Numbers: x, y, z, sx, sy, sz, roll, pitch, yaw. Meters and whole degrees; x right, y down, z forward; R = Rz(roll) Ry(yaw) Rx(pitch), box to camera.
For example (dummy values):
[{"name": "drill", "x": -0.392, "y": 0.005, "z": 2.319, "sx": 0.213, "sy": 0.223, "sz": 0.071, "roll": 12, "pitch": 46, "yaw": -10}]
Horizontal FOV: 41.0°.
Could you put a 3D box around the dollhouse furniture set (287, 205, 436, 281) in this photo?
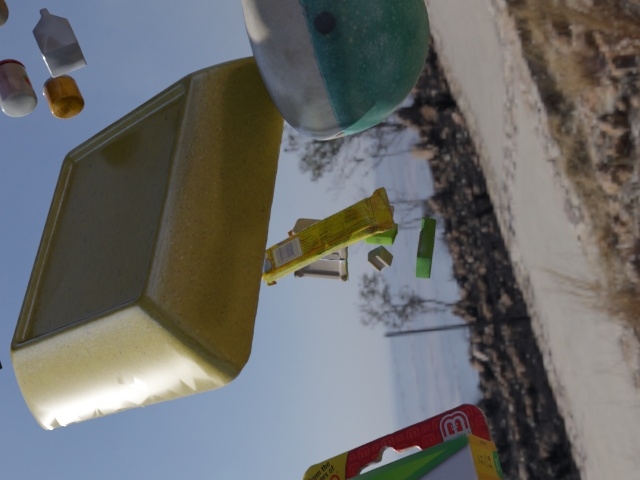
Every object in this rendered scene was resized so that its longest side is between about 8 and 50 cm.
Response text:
[{"name": "dollhouse furniture set", "x": 0.045, "y": 0.000, "z": 0.907, "sx": 0.059, "sy": 0.151, "sz": 0.076, "roll": -77, "pitch": -12, "yaw": -45}]

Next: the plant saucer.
[{"name": "plant saucer", "x": -0.183, "y": -0.007, "z": 0.826, "sx": 0.081, "sy": 0.332, "sz": 0.333, "roll": 28, "pitch": -125, "yaw": -36}]

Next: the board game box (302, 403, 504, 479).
[{"name": "board game box", "x": 0.047, "y": 0.210, "z": 0.390, "sx": 0.039, "sy": 0.124, "sz": 0.260, "roll": 33, "pitch": -142, "yaw": -43}]

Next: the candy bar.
[{"name": "candy bar", "x": 0.000, "y": 0.000, "z": 0.781, "sx": 0.018, "sy": 0.161, "sz": 0.040, "roll": 11, "pitch": -120, "yaw": -47}]

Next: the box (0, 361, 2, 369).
[{"name": "box", "x": -0.382, "y": 0.115, "z": 0.897, "sx": 0.052, "sy": 0.083, "sz": 0.062, "roll": -21, "pitch": -79, "yaw": -44}]

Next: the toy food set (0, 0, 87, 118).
[{"name": "toy food set", "x": -0.326, "y": -0.229, "z": 0.902, "sx": 0.105, "sy": 0.111, "sz": 0.232, "roll": 61, "pitch": 168, "yaw": 26}]

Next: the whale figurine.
[{"name": "whale figurine", "x": 0.006, "y": -0.223, "z": 0.703, "sx": 0.216, "sy": 0.141, "sz": 0.272, "roll": 8, "pitch": -110, "yaw": -83}]
